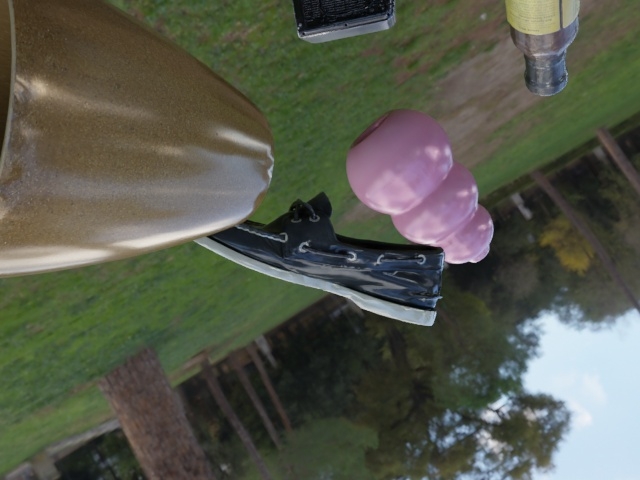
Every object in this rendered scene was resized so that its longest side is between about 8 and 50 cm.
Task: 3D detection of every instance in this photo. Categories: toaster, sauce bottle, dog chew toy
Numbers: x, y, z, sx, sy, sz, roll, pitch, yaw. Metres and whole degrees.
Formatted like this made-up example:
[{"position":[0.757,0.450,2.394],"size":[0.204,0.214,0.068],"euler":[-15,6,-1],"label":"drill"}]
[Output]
[{"position":[0.041,-0.421,1.205],"size":[0.185,0.168,0.110],"euler":[-9,-175,10],"label":"toaster"},{"position":[0.333,-0.358,1.127],"size":[0.111,0.111,0.344],"euler":[-32,144,-5],"label":"sauce bottle"},{"position":[0.204,-0.089,1.430],"size":[0.206,0.332,0.206],"euler":[-41,-169,9],"label":"dog chew toy"}]

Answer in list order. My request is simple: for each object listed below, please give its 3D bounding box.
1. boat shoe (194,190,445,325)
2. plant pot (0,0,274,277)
[{"position":[0.001,0.001,0.897],"size":[0.127,0.340,0.113],"euler":[-133,-117,-79],"label":"boat shoe"},{"position":[-0.169,-0.082,0.600],"size":[0.254,0.237,0.237],"euler":[4,148,-44],"label":"plant pot"}]
